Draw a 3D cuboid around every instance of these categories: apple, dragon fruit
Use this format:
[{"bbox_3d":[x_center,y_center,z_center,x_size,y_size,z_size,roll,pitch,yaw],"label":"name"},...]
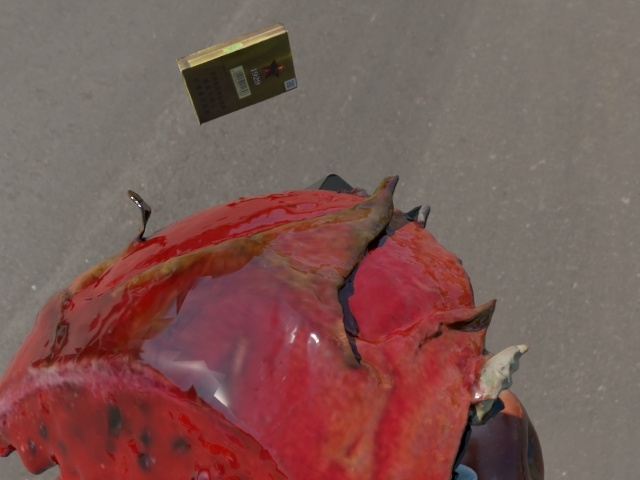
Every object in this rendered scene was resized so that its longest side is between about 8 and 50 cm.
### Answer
[{"bbox_3d":[0.170,0.251,0.803,0.168,0.181,0.181,-8,51,19],"label":"apple"},{"bbox_3d":[-0.057,0.048,0.419,0.343,0.100,0.282,10,53,32],"label":"dragon fruit"}]

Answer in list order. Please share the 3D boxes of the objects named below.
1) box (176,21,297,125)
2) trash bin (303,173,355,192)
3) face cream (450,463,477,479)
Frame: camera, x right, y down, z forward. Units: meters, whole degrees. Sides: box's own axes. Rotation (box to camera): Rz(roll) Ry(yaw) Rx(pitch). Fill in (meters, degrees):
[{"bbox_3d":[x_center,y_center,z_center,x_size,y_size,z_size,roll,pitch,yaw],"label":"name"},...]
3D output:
[{"bbox_3d":[-0.096,-0.197,0.817,0.133,0.090,0.023,-23,58,-7],"label":"box"},{"bbox_3d":[0.000,0.000,1.114,0.165,0.225,0.115,41,60,-12],"label":"trash bin"},{"bbox_3d":[0.094,0.373,0.546,0.145,0.145,0.370,7,49,3],"label":"face cream"}]
